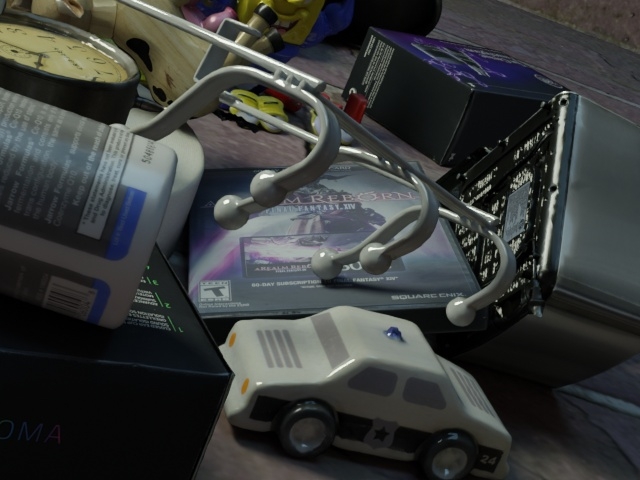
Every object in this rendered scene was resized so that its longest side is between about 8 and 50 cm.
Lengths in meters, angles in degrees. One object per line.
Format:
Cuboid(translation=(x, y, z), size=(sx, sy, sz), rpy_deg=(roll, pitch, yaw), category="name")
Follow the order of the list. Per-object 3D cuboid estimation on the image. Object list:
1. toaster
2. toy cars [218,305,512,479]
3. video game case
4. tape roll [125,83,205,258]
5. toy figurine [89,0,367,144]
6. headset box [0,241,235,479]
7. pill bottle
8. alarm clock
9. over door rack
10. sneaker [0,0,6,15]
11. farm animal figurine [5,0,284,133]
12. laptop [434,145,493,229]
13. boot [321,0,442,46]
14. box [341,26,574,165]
Cuboid(translation=(0.167, 0.012, 0.919), size=(0.110, 0.168, 0.186), rpy_deg=(19, 63, -14), category="toaster")
Cuboid(translation=(0.121, 0.127, 0.745), size=(0.393, 0.087, 0.176), rpy_deg=(29, 21, 19), category="toy cars")
Cuboid(translation=(0.000, 0.000, 0.945), size=(0.196, 0.026, 0.274), rpy_deg=(-2, 24, -5), category="video game case")
Cuboid(translation=(-0.275, -0.088, 0.916), size=(0.392, 0.072, 0.392), rpy_deg=(20, 20, -7), category="tape roll")
Cuboid(translation=(-0.090, -0.253, 1.312), size=(0.362, 0.217, 0.191), rpy_deg=(8, 24, -34), category="toy figurine")
Cuboid(translation=(-0.202, 0.035, 0.585), size=(0.246, 0.131, 0.283), rpy_deg=(10, 23, -30), category="headset box")
Cuboid(translation=(-0.132, -0.022, 0.498), size=(0.137, 0.078, 0.078), rpy_deg=(19, 20, -11), category="pill bottle")
Cuboid(translation=(-0.204, -0.107, 0.839), size=(0.192, 0.064, 0.129), rpy_deg=(5, 26, -44), category="alarm clock")
Cuboid(translation=(-0.053, -0.074, 0.785), size=(0.324, 0.108, 0.239), rpy_deg=(42, 6, 36), category="over door rack")
Cuboid(translation=(-0.322, -0.157, 0.717), size=(0.279, 0.118, 0.107), rpy_deg=(-12, 48, -3), category="sneaker")
Cuboid(translation=(-0.210, -0.242, 1.010), size=(0.330, 0.172, 0.327), rpy_deg=(40, -16, 42), category="farm animal figurine")
Cuboid(translation=(0.219, 0.025, 1.219), size=(0.234, 0.137, 0.264), rpy_deg=(31, 47, 25), category="laptop")
Cuboid(translation=(-0.002, -0.331, 1.718), size=(0.348, 0.131, 0.260), rpy_deg=(10, 13, 0), category="boot")
Cuboid(translation=(0.187, -0.168, 1.553), size=(0.261, 0.103, 0.184), rpy_deg=(0, 32, -45), category="box")
